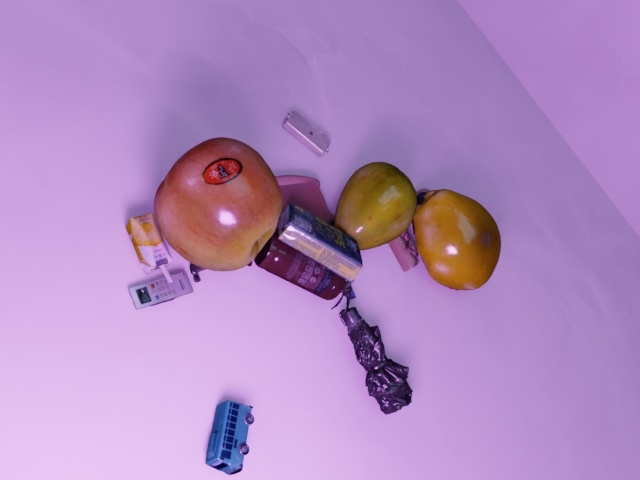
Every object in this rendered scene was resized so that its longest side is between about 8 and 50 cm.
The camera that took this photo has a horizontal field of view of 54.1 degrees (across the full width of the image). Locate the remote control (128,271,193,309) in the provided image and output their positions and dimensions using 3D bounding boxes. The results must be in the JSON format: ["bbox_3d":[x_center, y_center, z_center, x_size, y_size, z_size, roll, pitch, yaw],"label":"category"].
[{"bbox_3d":[-0.414,0.133,1.637,0.166,0.029,0.065,-17,77,-37],"label":"remote control"}]

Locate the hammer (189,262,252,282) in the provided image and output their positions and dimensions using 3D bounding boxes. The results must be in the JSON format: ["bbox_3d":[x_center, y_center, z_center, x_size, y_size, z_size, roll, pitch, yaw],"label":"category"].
[{"bbox_3d":[-0.280,0.067,1.780,0.201,0.021,0.078,-8,70,-40],"label":"hammer"}]

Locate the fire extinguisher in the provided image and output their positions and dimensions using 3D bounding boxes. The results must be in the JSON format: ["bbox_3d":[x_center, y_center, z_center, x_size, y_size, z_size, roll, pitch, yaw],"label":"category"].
[{"bbox_3d":[-0.034,0.103,1.890,0.337,0.114,0.136,27,94,-21],"label":"fire extinguisher"}]

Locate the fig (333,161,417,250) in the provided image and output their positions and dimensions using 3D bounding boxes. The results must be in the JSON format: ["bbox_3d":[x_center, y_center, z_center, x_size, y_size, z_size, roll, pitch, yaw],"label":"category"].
[{"bbox_3d":[0.171,-0.098,2.075,0.258,0.258,0.326,45,65,-7],"label":"fig"}]

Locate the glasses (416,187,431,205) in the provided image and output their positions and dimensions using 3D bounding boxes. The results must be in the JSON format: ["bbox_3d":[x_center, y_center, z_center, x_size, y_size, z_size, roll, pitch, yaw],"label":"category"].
[{"bbox_3d":[0.470,-0.131,2.414,0.220,0.088,0.190,-21,79,-42],"label":"glasses"}]

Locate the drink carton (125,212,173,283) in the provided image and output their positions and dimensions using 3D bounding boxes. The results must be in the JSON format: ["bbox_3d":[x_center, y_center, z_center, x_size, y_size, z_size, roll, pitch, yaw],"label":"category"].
[{"bbox_3d":[-0.438,0.032,1.644,0.084,0.074,0.200,-17,77,-39],"label":"drink carton"}]

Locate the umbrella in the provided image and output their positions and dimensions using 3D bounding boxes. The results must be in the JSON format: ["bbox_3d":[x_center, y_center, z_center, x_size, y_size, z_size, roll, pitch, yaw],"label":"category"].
[{"bbox_3d":[0.176,0.348,1.887,0.154,0.128,0.337,-7,71,-39],"label":"umbrella"}]

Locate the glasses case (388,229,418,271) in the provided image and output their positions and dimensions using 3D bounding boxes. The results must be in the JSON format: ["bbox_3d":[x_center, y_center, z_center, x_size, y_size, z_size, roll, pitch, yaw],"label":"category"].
[{"bbox_3d":[0.302,0.004,2.222,0.102,0.070,0.194,-19,78,-43],"label":"glasses case"}]

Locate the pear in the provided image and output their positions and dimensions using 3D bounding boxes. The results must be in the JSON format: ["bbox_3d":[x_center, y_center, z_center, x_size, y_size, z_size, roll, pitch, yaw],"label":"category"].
[{"bbox_3d":[0.518,-0.011,2.237,0.386,0.191,0.340,52,57,-20],"label":"pear"}]

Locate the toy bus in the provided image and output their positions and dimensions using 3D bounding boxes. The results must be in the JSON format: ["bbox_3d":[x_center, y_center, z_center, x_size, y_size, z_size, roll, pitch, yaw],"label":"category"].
[{"bbox_3d":[-0.226,0.484,1.542,0.091,0.079,0.160,25,52,-25],"label":"toy bus"}]

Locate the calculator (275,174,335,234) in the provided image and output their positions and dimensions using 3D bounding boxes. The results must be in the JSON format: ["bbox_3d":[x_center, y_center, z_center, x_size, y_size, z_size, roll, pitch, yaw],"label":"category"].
[{"bbox_3d":[-0.090,-0.112,2.003,0.329,0.048,0.220,-11,73,-43],"label":"calculator"}]

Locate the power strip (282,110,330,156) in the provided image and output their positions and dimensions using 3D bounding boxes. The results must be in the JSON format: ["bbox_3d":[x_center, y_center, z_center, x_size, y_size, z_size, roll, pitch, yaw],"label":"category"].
[{"bbox_3d":[-0.046,-0.376,2.203,0.192,0.035,0.081,38,48,-14],"label":"power strip"}]

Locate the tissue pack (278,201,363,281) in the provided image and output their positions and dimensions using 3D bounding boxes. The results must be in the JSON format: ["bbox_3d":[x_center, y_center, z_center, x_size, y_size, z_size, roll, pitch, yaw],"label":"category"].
[{"bbox_3d":[0.000,0.000,1.863,0.257,0.081,0.185,31,19,-14],"label":"tissue pack"}]

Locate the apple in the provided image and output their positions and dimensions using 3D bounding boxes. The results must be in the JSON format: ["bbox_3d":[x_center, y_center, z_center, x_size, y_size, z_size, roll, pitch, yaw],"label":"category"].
[{"bbox_3d":[-0.256,-0.087,1.652,0.305,0.338,0.338,49,46,5],"label":"apple"}]

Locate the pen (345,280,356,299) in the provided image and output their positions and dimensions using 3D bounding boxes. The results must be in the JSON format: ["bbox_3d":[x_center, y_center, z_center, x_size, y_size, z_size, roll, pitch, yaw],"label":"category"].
[{"bbox_3d":[0.065,0.096,2.022,0.025,0.025,0.204,-13,74,-41],"label":"pen"}]
